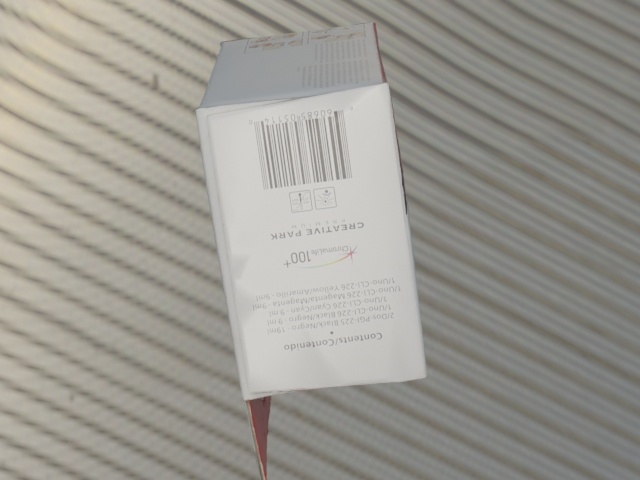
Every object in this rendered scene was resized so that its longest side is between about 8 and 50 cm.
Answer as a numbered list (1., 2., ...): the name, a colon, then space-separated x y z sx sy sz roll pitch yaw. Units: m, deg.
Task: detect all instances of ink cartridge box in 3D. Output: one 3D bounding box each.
1. ink cartridge box: 0.000 0.000 1.431 0.130 0.309 0.271 -7 104 2
